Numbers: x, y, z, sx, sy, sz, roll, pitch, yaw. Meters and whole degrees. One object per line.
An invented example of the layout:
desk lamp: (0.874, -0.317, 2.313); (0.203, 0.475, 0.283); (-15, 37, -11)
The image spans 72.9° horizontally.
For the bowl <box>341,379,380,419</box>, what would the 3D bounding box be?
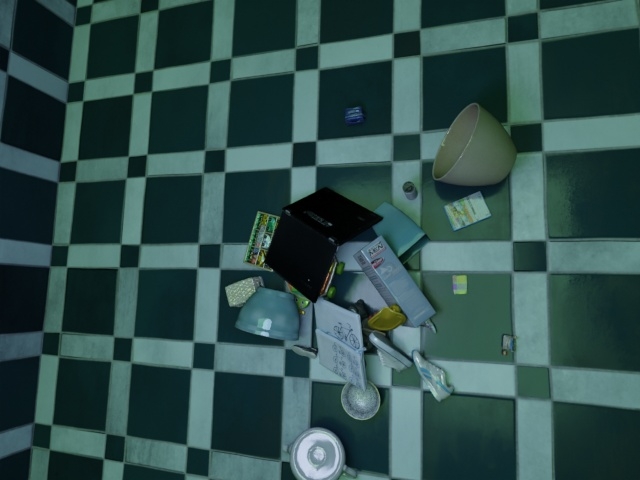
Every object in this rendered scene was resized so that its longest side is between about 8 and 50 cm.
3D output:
bowl: (0.180, 0.675, 1.869); (0.169, 0.080, 0.170); (-3, 82, 18)

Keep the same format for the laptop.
laptop: (0.000, 0.000, 1.916); (0.407, 0.237, 0.381); (-30, 44, -28)

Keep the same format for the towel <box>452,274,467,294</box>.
towel: (0.593, 0.186, 1.838); (0.060, 0.009, 0.084); (-4, 83, 16)

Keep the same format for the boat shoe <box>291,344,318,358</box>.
boat shoe: (-0.072, 0.504, 1.993); (0.125, 0.038, 0.046); (11, 128, 24)

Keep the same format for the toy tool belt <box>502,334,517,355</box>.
toy tool belt: (0.758, 0.421, 1.734); (0.051, 0.052, 0.084); (3, 84, 26)

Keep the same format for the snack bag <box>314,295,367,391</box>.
snack bag: (0.073, 0.417, 1.808); (0.323, 0.037, 0.343); (16, 116, 53)

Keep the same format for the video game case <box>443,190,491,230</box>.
video game case: (0.630, -0.125, 1.863); (0.166, 0.015, 0.119); (-23, 77, 13)

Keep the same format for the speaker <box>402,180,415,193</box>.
speaker: (0.391, -0.216, 1.886); (0.055, 0.136, 0.055); (-2, 83, 18)

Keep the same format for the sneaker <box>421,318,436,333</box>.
sneaker: (0.447, 0.363, 1.849); (0.069, 0.038, 0.098); (-31, 66, 13)

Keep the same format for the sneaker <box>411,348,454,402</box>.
sneaker: (0.460, 0.547, 1.801); (0.092, 0.087, 0.229); (-34, 81, 3)

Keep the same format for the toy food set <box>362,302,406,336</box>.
toy food set: (0.256, 0.305, 1.743); (0.128, 0.218, 0.071); (16, 54, -15)

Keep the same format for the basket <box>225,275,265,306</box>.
basket: (-0.360, 0.246, 2.083); (0.167, 0.103, 0.114); (-20, 78, 13)

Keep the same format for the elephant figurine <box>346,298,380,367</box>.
elephant figurine: (0.174, 0.398, 1.858); (0.186, 0.169, 0.240); (-38, 80, 0)

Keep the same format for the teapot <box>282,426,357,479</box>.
teapot: (-0.007, 0.935, 1.848); (0.252, 0.187, 0.256); (-22, 57, -13)

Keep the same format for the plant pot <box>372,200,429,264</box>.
plant pot: (0.328, -0.045, 1.876); (0.165, 0.165, 0.234); (-42, 68, 9)

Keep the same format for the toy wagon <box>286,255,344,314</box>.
toy wagon: (-0.052, 0.179, 2.012); (0.267, 0.068, 0.345); (20, 89, 19)

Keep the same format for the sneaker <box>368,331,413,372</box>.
sneaker: (0.279, 0.475, 1.795); (0.258, 0.094, 0.091); (41, 97, -24)

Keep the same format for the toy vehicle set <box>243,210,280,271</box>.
toy vehicle set: (-0.265, 0.005, 2.119); (0.165, 0.035, 0.267); (14, 87, 19)

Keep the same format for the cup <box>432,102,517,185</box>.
cup: (0.643, -0.353, 1.758); (0.236, 0.331, 0.332); (22, 90, -7)

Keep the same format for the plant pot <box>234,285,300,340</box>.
plant pot: (-0.217, 0.315, 1.935); (0.292, 0.293, 0.197); (11, 83, 19)

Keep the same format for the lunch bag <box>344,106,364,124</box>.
lunch bag: (0.164, -0.583, 2.042); (0.098, 0.067, 0.065); (-6, 82, 16)

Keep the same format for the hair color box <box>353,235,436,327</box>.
hair color box: (0.298, 0.174, 1.792); (0.113, 0.185, 0.375); (-35, 86, -10)
